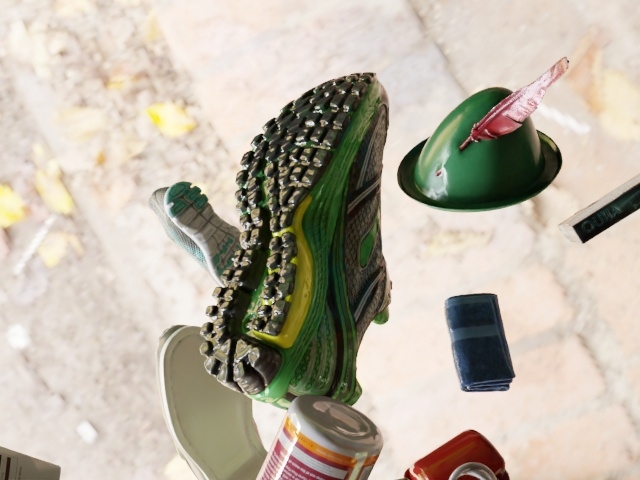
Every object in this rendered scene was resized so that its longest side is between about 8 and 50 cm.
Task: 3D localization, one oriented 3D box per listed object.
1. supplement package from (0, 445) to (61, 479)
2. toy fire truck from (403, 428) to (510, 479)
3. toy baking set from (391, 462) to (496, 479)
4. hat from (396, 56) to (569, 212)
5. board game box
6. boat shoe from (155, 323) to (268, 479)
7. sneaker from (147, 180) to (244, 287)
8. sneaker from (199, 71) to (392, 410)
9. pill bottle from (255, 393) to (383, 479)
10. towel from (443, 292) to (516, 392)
[{"bbox_3d":[-0.312,0.223,1.119,0.203,0.149,0.194,23,135,-24],"label":"supplement package"},{"bbox_3d":[0.164,0.295,1.719,0.217,0.158,0.246,54,166,25],"label":"toy fire truck"},{"bbox_3d":[0.169,0.292,1.488,0.256,0.030,0.197,14,115,8],"label":"toy baking set"},{"bbox_3d":[0.171,-0.150,1.793,0.208,0.173,0.184,-3,126,13],"label":"hat"},{"bbox_3d":[0.346,-0.056,1.812,0.186,0.126,0.026,-32,91,1],"label":"board game box"},{"bbox_3d":[-0.126,0.215,1.959,0.091,0.109,0.305,30,149,53],"label":"boat shoe"},{"bbox_3d":[-0.141,-0.006,1.976,0.076,0.065,0.166,7,138,52],"label":"sneaker"},{"bbox_3d":[0.000,0.000,1.521,0.134,0.344,0.146,-11,144,45],"label":"sneaker"},{"bbox_3d":[-0.014,0.212,1.408,0.086,0.086,0.152,28,106,12],"label":"pill bottle"},{"bbox_3d":[0.181,0.116,1.929,0.067,0.119,0.029,-4,150,-9],"label":"towel"}]
